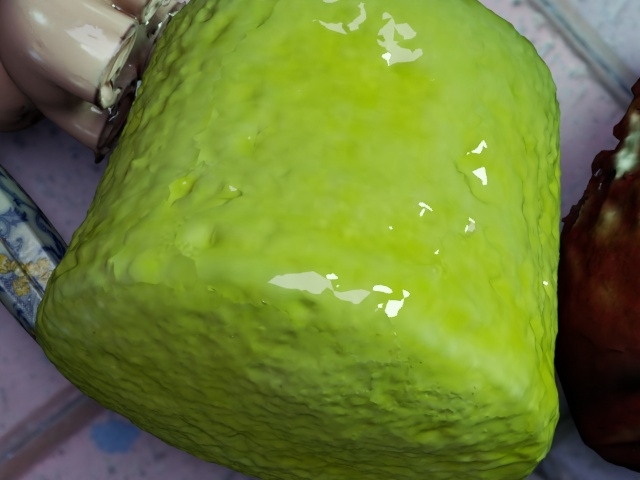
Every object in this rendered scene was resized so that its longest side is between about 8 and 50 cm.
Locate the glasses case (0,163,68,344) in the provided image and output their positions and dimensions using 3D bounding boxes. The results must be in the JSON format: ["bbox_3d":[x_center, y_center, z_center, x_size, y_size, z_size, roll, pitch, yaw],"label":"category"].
[{"bbox_3d":[-0.230,0.004,1.238,0.065,0.087,0.248,-38,77,0],"label":"glasses case"}]

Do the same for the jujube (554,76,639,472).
[{"bbox_3d":[0.309,-0.003,1.179,0.258,0.258,0.376,24,76,7],"label":"jujube"}]

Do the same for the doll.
[{"bbox_3d":[-0.241,-0.185,1.189,0.268,0.216,0.284,26,72,1],"label":"doll"}]

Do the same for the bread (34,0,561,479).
[{"bbox_3d":[0.000,0.000,1.118,0.348,0.348,0.307,9,67,2],"label":"bread"}]
